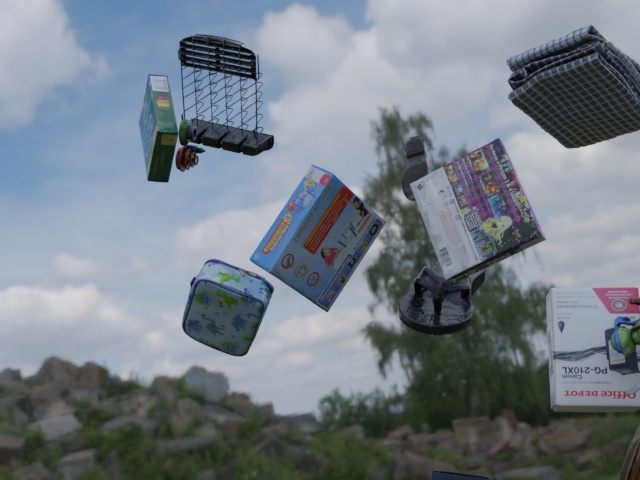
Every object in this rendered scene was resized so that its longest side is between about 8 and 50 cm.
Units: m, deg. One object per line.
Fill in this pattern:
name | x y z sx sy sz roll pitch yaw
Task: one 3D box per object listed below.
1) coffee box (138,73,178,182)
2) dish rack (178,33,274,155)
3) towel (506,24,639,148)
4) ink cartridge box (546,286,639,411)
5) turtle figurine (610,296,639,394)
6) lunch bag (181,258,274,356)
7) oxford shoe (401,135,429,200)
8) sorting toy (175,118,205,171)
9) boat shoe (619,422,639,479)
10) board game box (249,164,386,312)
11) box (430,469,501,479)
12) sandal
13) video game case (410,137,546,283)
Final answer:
coffee box | -0.288 -0.201 1.574 0.040 0.184 0.113 4 -48 -21
dish rack | -0.209 -0.316 1.922 0.208 0.271 0.074 13 36 17
towel | 0.563 -0.314 1.901 0.284 0.121 0.235 30 -28 -32
ink cartridge box | 0.543 0.218 1.765 0.172 0.237 0.100 -1 -15 9
turtle figurine | 0.663 0.204 1.557 0.266 0.197 0.274 -24 25 19
lunch bag | -0.211 0.148 1.970 0.176 0.090 0.219 21 -47 -1
oxford shoe | 0.270 -0.185 2.435 0.076 0.212 0.076 -8 -39 24
sorting toy | -0.243 -0.177 1.674 0.042 0.101 0.061 6 -7 8
boat shoe | 0.665 0.350 1.680 0.104 0.307 0.110 25 -13 25
board game box | 0.000 0.000 2.404 0.086 0.308 0.302 30 -6 41
box | 0.345 0.692 2.185 0.059 0.232 0.183 24 -20 -39
sandal | 0.288 0.099 2.086 0.168 0.107 0.446 5 20 17
video game case | 0.310 -0.059 1.778 0.210 0.232 0.042 -28 -27 20
